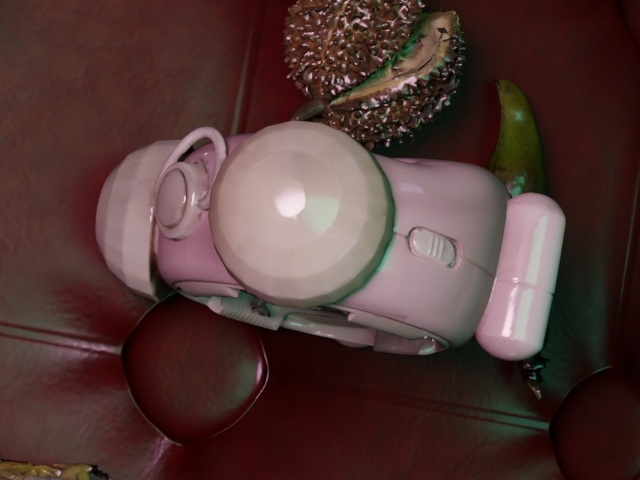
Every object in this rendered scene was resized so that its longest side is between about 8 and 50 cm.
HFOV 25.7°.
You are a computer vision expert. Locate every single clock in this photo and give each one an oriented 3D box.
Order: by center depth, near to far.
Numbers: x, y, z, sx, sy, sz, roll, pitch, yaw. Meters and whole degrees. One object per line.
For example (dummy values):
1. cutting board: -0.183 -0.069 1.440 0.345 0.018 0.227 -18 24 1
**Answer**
1. clock: 0.000 0.000 1.225 0.325 0.342 0.184 12 77 -34

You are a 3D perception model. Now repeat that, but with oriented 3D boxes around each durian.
1. durian: 0.043 -0.174 1.345 0.196 0.167 0.196 -2 96 -20

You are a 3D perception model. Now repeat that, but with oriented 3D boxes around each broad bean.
1. broad bean: 0.204 -0.002 1.478 0.077 0.061 0.339 -2 90 -35

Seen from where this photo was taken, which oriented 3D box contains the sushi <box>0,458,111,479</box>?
1. sushi: -0.317 0.240 1.164 0.291 0.131 0.139 12 81 -35
